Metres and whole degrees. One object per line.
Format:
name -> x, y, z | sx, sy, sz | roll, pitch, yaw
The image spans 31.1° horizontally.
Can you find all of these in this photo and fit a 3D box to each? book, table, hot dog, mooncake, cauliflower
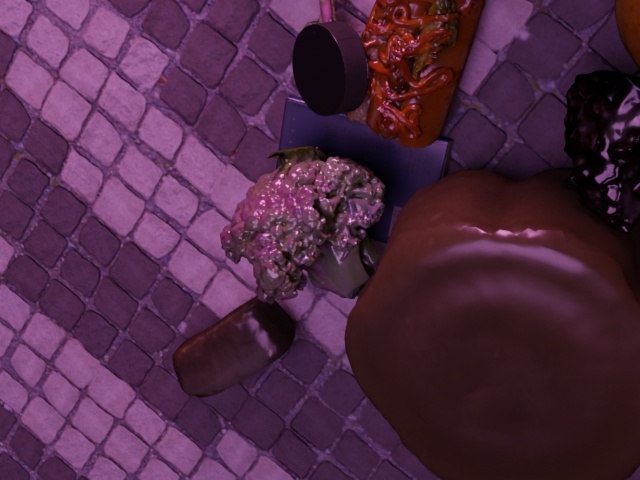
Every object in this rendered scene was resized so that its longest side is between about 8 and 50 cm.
book -> 0.057, -0.101, 1.772 | 0.269, 0.025, 0.190 | 17, 114, 18
table -> 0.014, -0.246, 1.647 | 0.133, 0.043, 0.133 | 28, 125, 49
hot dog -> 0.135, -0.293, 1.608 | 0.158, 0.117, 0.348 | 27, 118, 17
mooncake -> 0.279, 0.126, 1.617 | 0.467, 0.262, 0.466 | 8, 117, 16
cauliflower -> 0.000, 0.000, 1.727 | 0.256, 0.239, 0.315 | -39, 109, 5

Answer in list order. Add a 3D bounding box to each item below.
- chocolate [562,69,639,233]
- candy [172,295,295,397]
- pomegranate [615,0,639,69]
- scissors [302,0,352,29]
chocolate -> 0.402, -0.095, 1.484 | 0.224, 0.206, 0.177 | 22, 87, 13
candy -> -0.147, 0.179, 1.926 | 0.234, 0.102, 0.104 | -34, 94, 29
pomegranate -> 0.472, -0.288, 1.406 | 0.233, 0.233, 0.233 | 8, 112, 21
scissors -> 0.011, -0.350, 1.677 | 0.134, 0.020, 0.187 | 17, 110, 51
